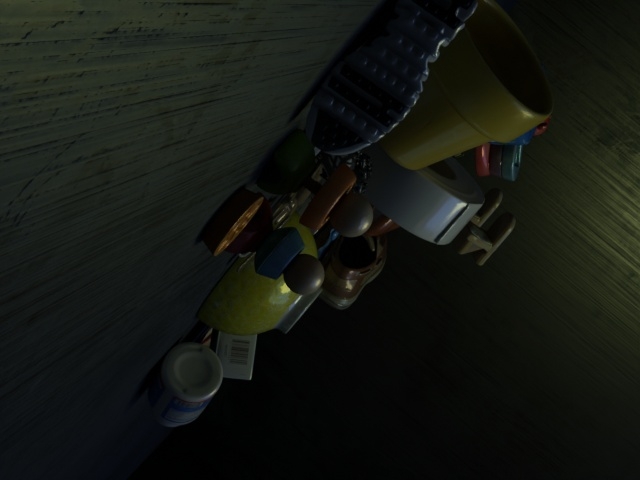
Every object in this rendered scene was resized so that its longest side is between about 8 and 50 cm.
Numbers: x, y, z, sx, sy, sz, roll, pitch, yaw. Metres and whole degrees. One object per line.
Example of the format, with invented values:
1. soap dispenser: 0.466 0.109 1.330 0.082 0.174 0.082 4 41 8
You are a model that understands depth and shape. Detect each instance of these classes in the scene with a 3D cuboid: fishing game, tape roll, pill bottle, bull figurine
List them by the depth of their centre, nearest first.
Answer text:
1. tape roll: 0.159 -0.121 1.828 0.100 0.286 0.286 -51 177 19
2. pill bottle: -0.281 0.299 2.040 0.124 0.124 0.221 -48 178 -34
3. fishing game: 0.011 -0.001 2.133 0.264 0.041 0.189 -60 176 20
4. bull figurine: 0.158 -0.089 2.145 0.188 0.101 0.310 -43 -178 21

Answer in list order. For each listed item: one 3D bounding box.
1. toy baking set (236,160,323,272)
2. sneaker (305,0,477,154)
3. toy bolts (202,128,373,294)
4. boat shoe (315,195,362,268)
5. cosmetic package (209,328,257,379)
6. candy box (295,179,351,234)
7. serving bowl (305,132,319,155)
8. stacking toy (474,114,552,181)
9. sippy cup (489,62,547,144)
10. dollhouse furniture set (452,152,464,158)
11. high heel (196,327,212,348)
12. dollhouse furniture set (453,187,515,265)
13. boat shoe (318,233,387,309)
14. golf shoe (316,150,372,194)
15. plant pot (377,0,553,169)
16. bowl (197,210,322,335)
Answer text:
1. toy baking set: -0.068 -0.057 1.750 0.197 0.030 0.256 -42 172 -50
2. sneaker: 0.090 -0.228 1.296 0.292 0.110 0.118 -50 -174 0
3. toy bolts: -0.050 0.000 1.395 0.218 0.158 0.228 -48 177 -34
4. boat shoe: 0.000 0.000 2.563 0.341 0.121 0.110 -51 177 -8
5. cosmetic package: -0.190 0.226 2.158 0.231 0.085 0.117 168 -69 -79
6. candy box: 0.014 -0.088 2.145 0.165 0.070 0.196 -49 177 -1
7. serving bowl: -0.002 -0.154 1.463 0.083 0.027 0.083 -51 178 -3
8. stacking toy: 0.465 -0.307 2.400 0.309 0.130 0.280 -62 154 -44
9. sippy cup: 0.329 -0.293 2.035 0.305 0.224 0.240 -49 148 -49
10. dollhouse furniture set: 0.274 -0.182 2.157 0.076 0.059 0.152 -23 -164 15
11. high heel: -0.225 0.218 2.303 0.244 0.082 0.117 -38 -167 25
12. dollhouse furniture set: 0.300 -0.203 2.502 0.256 0.362 0.394 -52 -158 22
13. boat shoe: 0.087 0.024 2.178 0.116 0.123 0.324 -63 179 34
14. golf shoe: 0.028 -0.150 1.590 0.198 0.093 0.077 85 24 -48
15. plant pot: 0.204 -0.243 1.627 0.239 0.254 0.254 -33 -173 32
16. bowl: -0.090 0.089 1.976 0.289 0.156 0.289 -51 177 -3
